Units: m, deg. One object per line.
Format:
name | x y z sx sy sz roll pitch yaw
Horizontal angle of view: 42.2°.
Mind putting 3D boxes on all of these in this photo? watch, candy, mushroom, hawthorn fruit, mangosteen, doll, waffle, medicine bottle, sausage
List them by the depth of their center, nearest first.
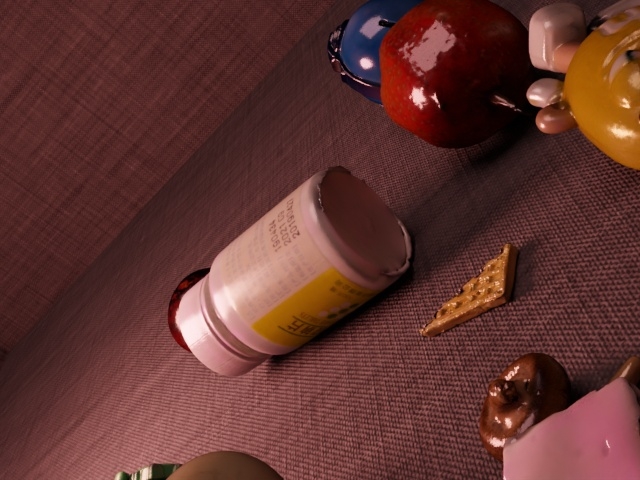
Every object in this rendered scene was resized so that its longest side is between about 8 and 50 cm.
candy | 0.234 0.249 0.641 0.155 0.116 0.265 -41 24 26
sausage | 0.275 0.169 0.812 0.132 0.024 0.024 -52 21 0
mushroom | 0.211 0.174 0.853 0.109 0.085 0.126 85 -152 -58
doll | 0.410 -0.223 1.007 0.348 0.161 0.423 -39 27 -14
waffle | 0.200 0.070 1.121 0.153 0.023 0.097 -34 26 39
hawthorn fruit | 0.238 -0.254 1.320 0.254 0.254 0.300 -50 49 3
watch | -0.256 0.447 1.334 0.165 0.131 0.152 -29 49 36
medicine bottle | -0.053 0.062 1.378 0.379 0.213 0.213 -37 26 32
doll | 0.167 -0.398 1.639 0.240 0.284 0.310 79 -150 -60
mangosteen | -0.204 0.142 1.642 0.200 0.200 0.200 -42 23 23

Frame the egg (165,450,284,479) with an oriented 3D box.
egg | -0.120 0.384 1.000 0.219 0.219 0.269 -39 21 30
